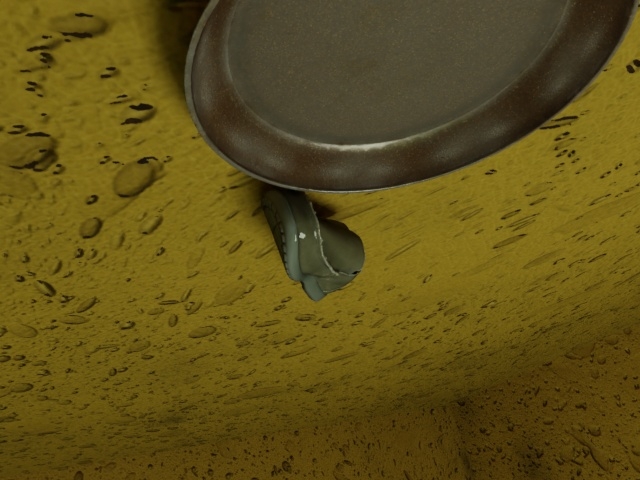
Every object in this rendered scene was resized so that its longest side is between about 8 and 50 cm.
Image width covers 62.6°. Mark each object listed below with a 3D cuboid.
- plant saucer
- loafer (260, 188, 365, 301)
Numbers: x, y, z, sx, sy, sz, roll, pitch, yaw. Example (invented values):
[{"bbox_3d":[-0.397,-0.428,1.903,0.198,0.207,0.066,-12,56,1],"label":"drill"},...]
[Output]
[{"bbox_3d":[0.058,-0.130,0.387,0.310,0.050,0.310,-10,157,-4],"label":"plant saucer"},{"bbox_3d":[0.000,0.000,0.598,0.087,0.094,0.251,-22,162,1],"label":"loafer"}]
